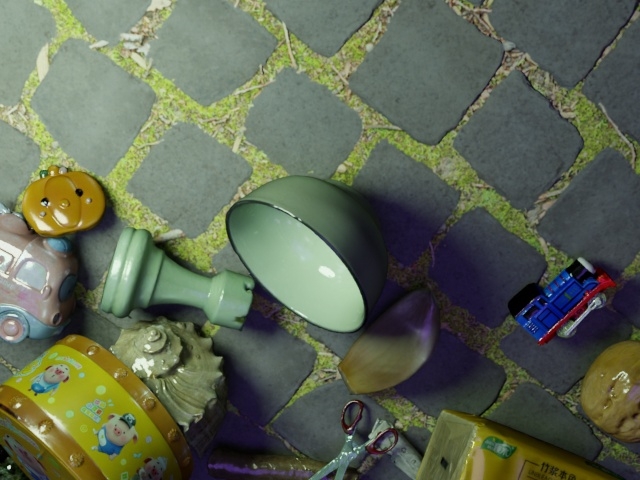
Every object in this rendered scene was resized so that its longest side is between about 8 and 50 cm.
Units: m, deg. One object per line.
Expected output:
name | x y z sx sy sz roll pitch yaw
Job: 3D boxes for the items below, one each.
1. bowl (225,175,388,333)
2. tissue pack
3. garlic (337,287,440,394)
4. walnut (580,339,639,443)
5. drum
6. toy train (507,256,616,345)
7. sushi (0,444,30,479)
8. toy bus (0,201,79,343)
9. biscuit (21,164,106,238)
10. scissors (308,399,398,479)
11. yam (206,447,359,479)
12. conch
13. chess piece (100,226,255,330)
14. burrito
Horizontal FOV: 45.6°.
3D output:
bowl | 0.000 0.000 1.524 0.354 0.354 0.185 49 61 -11
tissue pack | 0.430 0.532 1.627 0.382 0.293 0.228 24 82 -3
garlic | 0.162 0.233 1.661 0.318 0.112 0.143 -45 77 22
walnut | 0.664 0.321 1.622 0.195 0.195 0.222 25 115 -4
drum | -0.479 0.419 1.583 0.431 0.214 0.431 27 141 25
toy train | 0.513 0.124 1.619 0.131 0.083 0.204 41 105 -7
sushi | -0.641 0.615 1.796 0.211 0.171 0.350 -26 111 40
toy bus | -0.648 0.065 1.626 0.294 0.197 0.232 30 97 -4
biscuit | -0.539 -0.089 1.594 0.170 0.050 0.170 4 68 -11
scissors | 0.057 0.498 1.742 0.144 0.017 0.248 37 90 17
yam | -0.087 0.546 1.795 0.356 0.081 0.081 9 108 1
conch | -0.294 0.316 1.660 0.210 0.297 0.352 -36 140 -6
chess piece | -0.297 0.097 1.620 0.299 0.194 0.195 16 108 -11
burrito | 0.193 0.500 1.771 0.064 0.064 0.203 -41 100 14
